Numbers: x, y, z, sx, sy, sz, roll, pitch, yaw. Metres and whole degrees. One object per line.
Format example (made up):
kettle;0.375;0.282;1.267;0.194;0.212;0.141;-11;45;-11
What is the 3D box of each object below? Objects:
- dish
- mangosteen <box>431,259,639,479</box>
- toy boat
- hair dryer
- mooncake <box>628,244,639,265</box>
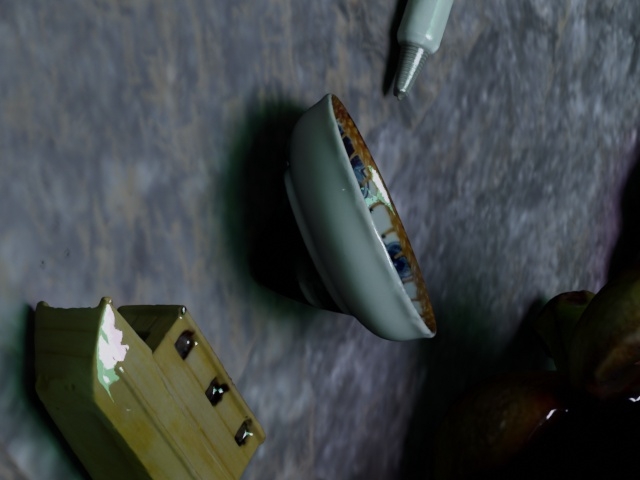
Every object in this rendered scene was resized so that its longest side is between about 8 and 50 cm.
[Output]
dish;0.000;0.000;0.767;0.141;0.078;0.141;-23;90;-81
mangosteen;0.234;0.208;0.845;0.382;0.382;0.435;28;54;-48
toy boat;-0.070;0.098;0.691;0.077;0.057;0.200;-58;133;-40
hair dryer;0.065;-0.174;0.855;0.155;0.044;0.183;46;61;-39
mooncake;0.343;0.034;1.129;0.283;0.141;0.283;-12;108;-43
